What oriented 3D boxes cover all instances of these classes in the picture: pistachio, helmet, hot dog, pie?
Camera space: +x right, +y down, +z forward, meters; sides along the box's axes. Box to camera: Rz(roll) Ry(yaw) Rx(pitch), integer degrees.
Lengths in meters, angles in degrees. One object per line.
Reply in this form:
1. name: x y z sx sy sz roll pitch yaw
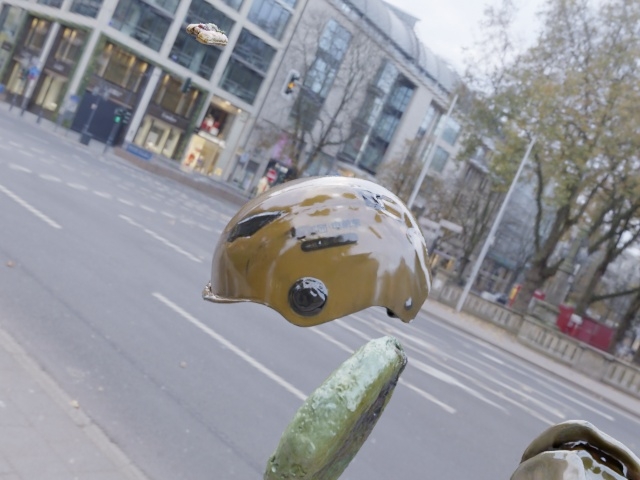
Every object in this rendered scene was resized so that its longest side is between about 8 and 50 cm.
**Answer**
1. pistachio: 0.241 0.276 0.589 0.153 0.237 0.138 1 18 33
2. helmet: 0.000 0.000 0.644 0.225 0.129 0.198 4 7 -5
3. hot dog: -0.146 -0.273 0.866 0.037 0.021 0.083 38 21 3
4. pie: 0.034 0.266 0.958 0.071 0.323 0.323 37 8 22
